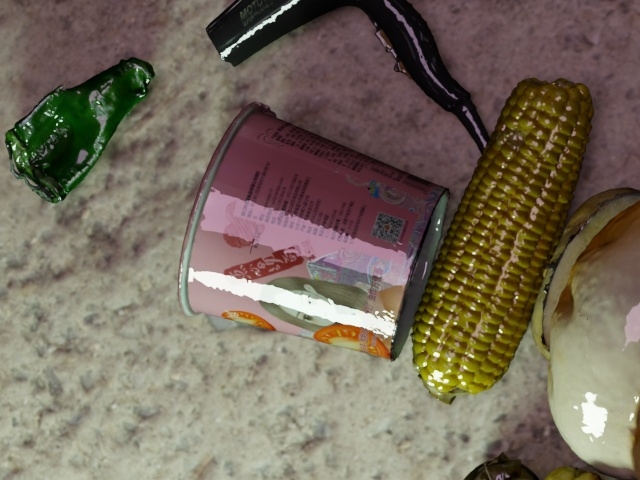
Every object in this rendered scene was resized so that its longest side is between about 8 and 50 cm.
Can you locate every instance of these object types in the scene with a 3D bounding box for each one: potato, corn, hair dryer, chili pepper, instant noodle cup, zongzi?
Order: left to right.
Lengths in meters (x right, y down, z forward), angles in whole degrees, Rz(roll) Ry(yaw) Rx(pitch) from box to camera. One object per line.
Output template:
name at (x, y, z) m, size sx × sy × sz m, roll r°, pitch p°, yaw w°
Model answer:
chili pepper at (-0.277, -0.131, 1.771) m, size 0.216 × 0.062 × 0.108 m, roll -40°, pitch 84°, yaw 11°
instant noodle cup at (0.000, 0.000, 1.601) m, size 0.231 × 0.243 × 0.243 m, roll 18°, pitch 93°, yaw 9°
hair dryer at (0.065, -0.198, 1.663) m, size 0.303 × 0.120 × 0.359 m, roll -37°, pitch 87°, yaw 21°
corn at (0.192, 0.001, 1.592) m, size 0.120 × 0.120 × 0.363 m, roll 24°, pitch 96°, yaw 17°
zongzi at (0.213, 0.306, 1.538) m, size 0.084 × 0.187 × 0.184 m, roll -32°, pitch 80°, yaw 1°
potato at (0.287, 0.039, 1.571) m, size 0.164 × 0.081 × 0.200 m, roll 24°, pitch 91°, yaw -23°

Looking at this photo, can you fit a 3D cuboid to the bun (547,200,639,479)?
bun at (0.313, 0.079, 1.450) m, size 0.164 × 0.299 × 0.299 m, roll 32°, pitch 97°, yaw 35°

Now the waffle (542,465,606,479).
waffle at (0.311, 0.282, 1.474) m, size 0.249 × 0.253 × 0.056 m, roll 30°, pitch 86°, yaw -11°
